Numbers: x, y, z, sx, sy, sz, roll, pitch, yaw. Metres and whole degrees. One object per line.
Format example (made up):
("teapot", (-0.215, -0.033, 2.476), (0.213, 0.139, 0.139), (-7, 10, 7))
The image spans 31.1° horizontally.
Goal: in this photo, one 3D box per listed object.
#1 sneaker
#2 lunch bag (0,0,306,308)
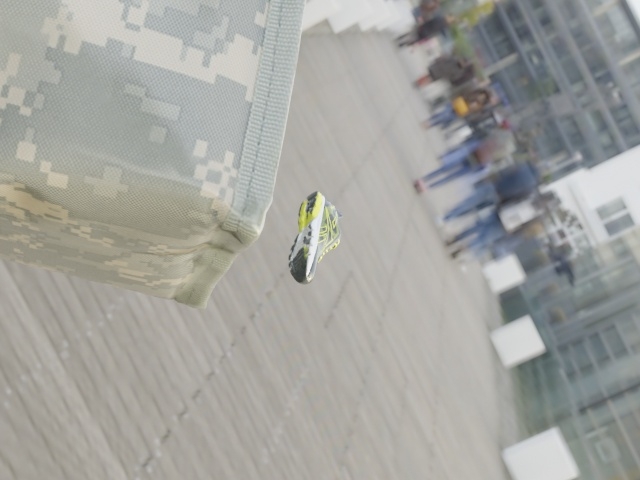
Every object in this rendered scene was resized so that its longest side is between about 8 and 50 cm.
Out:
("sneaker", (0.000, 0.000, 0.904), (0.035, 0.031, 0.083), (28, 55, -24))
("lunch bag", (-0.119, -0.145, 0.443), (0.169, 0.235, 0.287), (137, -35, -71))
